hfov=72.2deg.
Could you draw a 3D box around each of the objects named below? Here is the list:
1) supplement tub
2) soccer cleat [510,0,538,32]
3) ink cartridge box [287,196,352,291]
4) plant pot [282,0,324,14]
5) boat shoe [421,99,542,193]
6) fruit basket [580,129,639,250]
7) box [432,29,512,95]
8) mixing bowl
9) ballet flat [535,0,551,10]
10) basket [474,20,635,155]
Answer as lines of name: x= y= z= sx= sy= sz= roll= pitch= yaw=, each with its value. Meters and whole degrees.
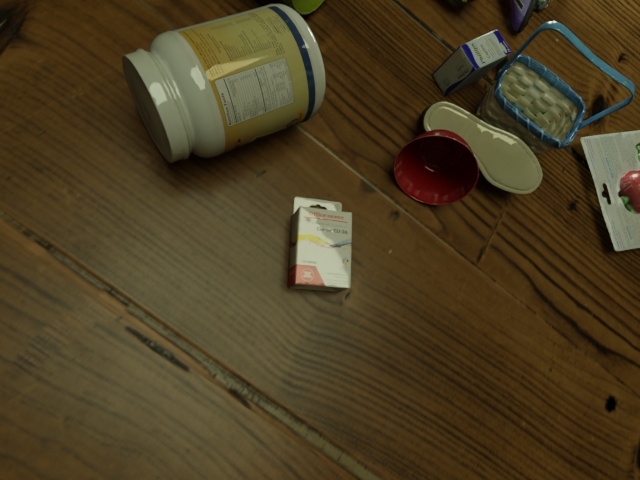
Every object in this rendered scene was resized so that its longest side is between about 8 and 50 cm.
supplement tub: x=-0.176 y=-0.292 z=0.827 sx=0.316 sy=0.228 sz=0.228 roll=-27 pitch=86 yaw=-22
soccer cleat: x=0.559 y=-0.750 z=1.218 sx=0.117 sy=0.108 sz=0.318 roll=10 pitch=105 yaw=8
ink cartridge box: x=0.000 y=0.000 z=0.896 sx=0.115 sy=0.067 sz=0.198 roll=6 pitch=74 yaw=-16
plant pot: x=-0.112 y=-0.696 z=0.952 sx=0.294 sy=0.275 sz=0.274 roll=31 pitch=68 yaw=8
boat shoe: x=0.383 y=-0.224 z=1.055 sx=0.324 sy=0.096 sz=0.116 roll=30 pitch=105 yaw=-6
fruit basket: x=0.906 y=-0.147 z=1.206 sx=0.353 sy=0.165 sz=0.327 roll=-10 pitch=79 yaw=-4
box: x=0.376 y=-0.443 z=1.099 sx=0.137 sy=0.126 sz=0.072 roll=-31 pitch=88 yaw=-23
mixing bowl: x=0.265 y=-0.179 z=0.988 sx=0.181 sy=0.181 sz=0.098 roll=34 pitch=46 yaw=-7
ballet flat: x=0.679 y=-0.729 z=1.323 sx=0.041 sy=0.041 sz=0.114 roll=40 pitch=68 yaw=-5
basket: x=0.520 y=-0.339 z=1.030 sx=0.255 sy=0.289 sz=0.201 roll=37 pitch=68 yaw=-7
